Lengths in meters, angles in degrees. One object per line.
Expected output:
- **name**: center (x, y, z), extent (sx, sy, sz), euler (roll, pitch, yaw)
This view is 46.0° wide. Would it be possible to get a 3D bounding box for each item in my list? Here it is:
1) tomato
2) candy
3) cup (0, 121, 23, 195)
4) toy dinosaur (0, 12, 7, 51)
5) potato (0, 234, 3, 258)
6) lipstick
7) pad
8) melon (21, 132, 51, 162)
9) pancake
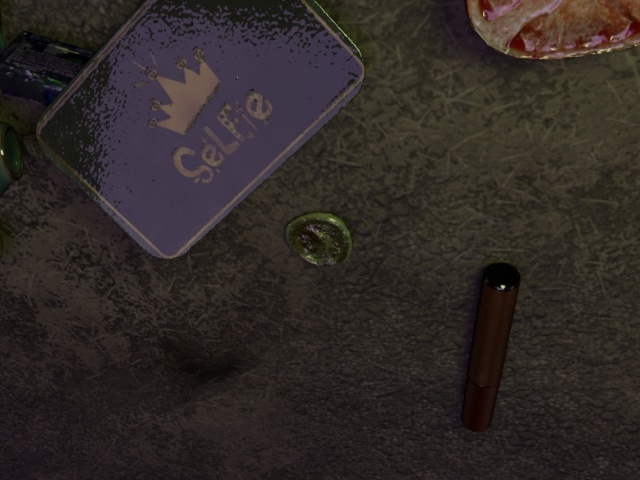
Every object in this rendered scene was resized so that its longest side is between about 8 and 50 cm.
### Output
- **tomato**: center (0.246, -0.283, 0.720), extent (0.237, 0.095, 0.236), euler (5, 133, 5)
- **candy**: center (-0.241, -0.181, 0.946), extent (0.312, 0.088, 0.061), euler (18, 132, -1)
- **cup**: center (-0.496, -0.113, 1.036), extent (0.150, 0.199, 0.199), euler (-7, 133, -3)
- **toy dinosaur**: center (-0.416, -0.334, 0.860), extent (0.120, 0.079, 0.292), euler (20, 137, -1)
- **potato**: center (-0.605, 0.005, 1.227), extent (0.200, 0.081, 0.164), euler (-12, 120, 20)
- **lipstick**: center (0.260, 0.177, 1.172), extent (0.057, 0.057, 0.356), euler (6, 133, 10)
- **pad**: center (-0.128, -0.127, 0.872), extent (0.375, 0.063, 0.315), euler (-41, 103, 19)
- **melon**: center (-0.342, -0.134, 1.018), extent (0.182, 0.098, 0.054), euler (-5, 107, 19)
- **pancake**: center (0.000, 0.001, 1.104), extent (0.108, 0.017, 0.108), euler (10, 134, 11)
